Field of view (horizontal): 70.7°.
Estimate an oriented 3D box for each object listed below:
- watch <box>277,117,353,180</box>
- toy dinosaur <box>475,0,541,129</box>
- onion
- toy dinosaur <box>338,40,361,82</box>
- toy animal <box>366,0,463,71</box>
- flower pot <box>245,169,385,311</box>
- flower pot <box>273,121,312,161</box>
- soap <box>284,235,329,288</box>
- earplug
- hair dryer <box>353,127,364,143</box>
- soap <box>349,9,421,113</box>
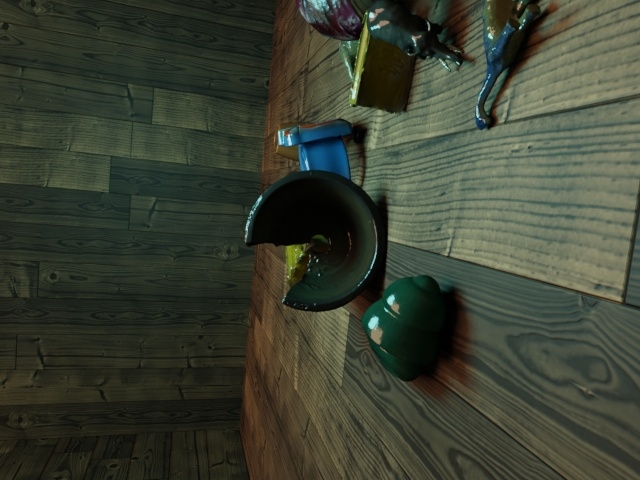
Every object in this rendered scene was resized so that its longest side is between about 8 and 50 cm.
[{"bbox_3d":[-0.003,-0.250,1.479,0.305,0.242,0.274,-118,17,-78],"label":"watch"},{"bbox_3d":[0.290,-0.344,0.776,0.188,0.075,0.247,112,151,-64],"label":"toy dinosaur"},{"bbox_3d":[0.048,-0.692,1.189,0.260,0.282,0.336,3,89,45],"label":"onion"},{"bbox_3d":[0.104,-0.612,1.392,0.162,0.077,0.294,-131,39,-57],"label":"toy dinosaur"},{"bbox_3d":[0.207,-0.432,0.960,0.269,0.137,0.082,40,122,19],"label":"toy animal"},{"bbox_3d":[0.000,0.000,1.303,0.251,0.380,0.379,36,-123,-84],"label":"flower pot"},{"bbox_3d":[-0.108,-0.423,1.934,0.191,0.173,0.190,-178,90,-75],"label":"flower pot"},{"bbox_3d":[-0.049,-0.036,1.650,0.304,0.169,0.338,115,152,-50],"label":"soap"},{"bbox_3d":[0.174,0.181,0.953,0.280,0.164,0.257,-65,-12,25],"label":"earplug"},{"bbox_3d":[0.114,-0.339,1.426,0.083,0.026,0.047,-111,30,-62],"label":"hair dryer"},{"bbox_3d":[0.159,-0.436,1.108,0.076,0.135,0.233,-124,42,-65],"label":"soap"}]
